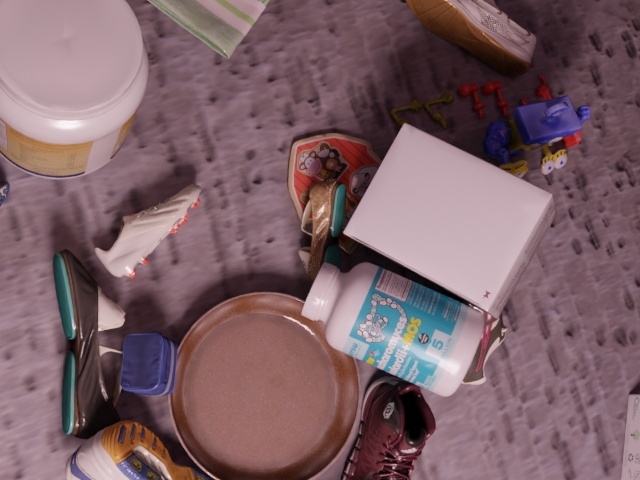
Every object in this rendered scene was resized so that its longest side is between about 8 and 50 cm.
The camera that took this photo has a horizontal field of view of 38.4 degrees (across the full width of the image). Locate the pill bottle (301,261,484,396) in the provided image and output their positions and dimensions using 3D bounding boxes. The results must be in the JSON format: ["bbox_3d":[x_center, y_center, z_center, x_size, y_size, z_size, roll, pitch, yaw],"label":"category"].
[{"bbox_3d":[0.108,0.127,1.425,0.264,0.146,0.146,23,73,4],"label":"pill bottle"}]

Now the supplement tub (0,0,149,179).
[{"bbox_3d":[-0.367,-0.227,1.304,0.229,0.316,0.228,3,79,-18],"label":"supplement tub"}]

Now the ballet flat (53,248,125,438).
[{"bbox_3d":[-0.341,0.151,1.370,0.096,0.095,0.280,-3,91,-29],"label":"ballet flat"}]

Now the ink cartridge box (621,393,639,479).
[{"bbox_3d":[0.626,0.336,1.516,0.065,0.333,0.165,14,77,-15],"label":"ink cartridge box"}]

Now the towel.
[{"bbox_3d":[-0.170,-0.507,1.570,0.248,0.038,0.324,35,71,-10],"label":"towel"}]

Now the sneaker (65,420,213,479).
[{"bbox_3d":[-0.245,0.386,1.356,0.296,0.131,0.112,52,25,-20],"label":"sneaker"}]

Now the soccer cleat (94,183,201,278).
[{"bbox_3d":[-0.265,-0.027,1.436,0.076,0.068,0.196,43,73,-3],"label":"soccer cleat"}]

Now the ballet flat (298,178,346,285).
[{"bbox_3d":[0.000,0.000,1.516,0.067,0.073,0.206,8,92,25],"label":"ballet flat"}]

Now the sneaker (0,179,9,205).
[{"bbox_3d":[-0.525,-0.054,1.363,0.135,0.052,0.058,-41,90,-21],"label":"sneaker"}]

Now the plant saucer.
[{"bbox_3d":[-0.088,0.237,1.452,0.311,0.050,0.310,3,79,-17],"label":"plant saucer"}]

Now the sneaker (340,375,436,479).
[{"bbox_3d":[0.108,0.349,1.434,0.107,0.162,0.281,11,76,-16],"label":"sneaker"}]

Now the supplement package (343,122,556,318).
[{"bbox_3d":[0.209,-0.030,1.465,0.262,0.145,0.204,29,90,19],"label":"supplement package"}]

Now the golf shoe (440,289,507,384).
[{"bbox_3d":[0.266,0.113,1.577,0.120,0.105,0.272,30,78,-27],"label":"golf shoe"}]

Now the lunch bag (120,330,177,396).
[{"bbox_3d":[-0.253,0.182,1.372,0.067,0.065,0.098,-1,72,15],"label":"lunch bag"}]

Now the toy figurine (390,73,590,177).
[{"bbox_3d":[0.329,-0.211,1.583,0.363,0.217,0.191,-12,84,-20],"label":"toy figurine"}]

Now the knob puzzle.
[{"bbox_3d":[0.029,-0.102,1.563,0.213,0.030,0.213,3,79,-17],"label":"knob puzzle"}]

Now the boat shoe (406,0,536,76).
[{"bbox_3d":[0.275,-0.408,1.669,0.277,0.098,0.096,32,71,-19],"label":"boat shoe"}]
